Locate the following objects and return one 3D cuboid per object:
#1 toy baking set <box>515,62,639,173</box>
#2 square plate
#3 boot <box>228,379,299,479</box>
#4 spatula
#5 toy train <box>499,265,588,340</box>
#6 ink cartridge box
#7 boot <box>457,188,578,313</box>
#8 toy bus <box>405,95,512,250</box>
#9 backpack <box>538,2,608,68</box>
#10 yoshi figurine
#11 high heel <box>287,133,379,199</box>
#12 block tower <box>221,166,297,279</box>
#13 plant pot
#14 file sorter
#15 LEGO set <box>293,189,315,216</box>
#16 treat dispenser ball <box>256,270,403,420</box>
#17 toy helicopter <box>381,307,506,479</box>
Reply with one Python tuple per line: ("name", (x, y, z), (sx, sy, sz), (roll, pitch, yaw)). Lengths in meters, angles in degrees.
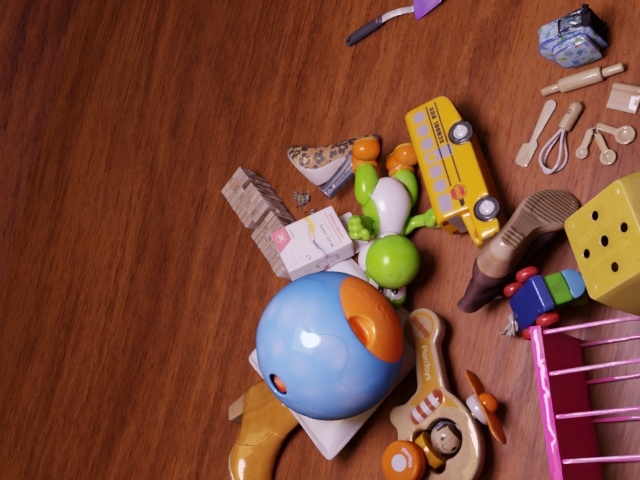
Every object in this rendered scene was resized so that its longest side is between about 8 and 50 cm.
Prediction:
("toy baking set", (0.488, -0.230, 1.433), (0.256, 0.030, 0.197), (-7, 73, 40))
("square plate", (0.027, 0.237, 1.650), (0.347, 0.049, 0.344), (-49, 52, 3))
("boot", (-0.114, 0.458, 1.725), (0.211, 0.104, 0.295), (-35, 53, 30))
("spatula", (0.172, -0.541, 1.800), (0.296, 0.030, 0.084), (-19, 65, 37))
("toy train", (0.414, 0.113, 1.352), (0.143, 0.248, 0.105), (-17, 71, -6))
("ink cartridge box", (0.000, 0.000, 1.710), (0.198, 0.067, 0.115), (-25, 60, -6))
("boot", (0.366, 0.019, 1.410), (0.090, 0.248, 0.207), (46, 145, 21))
("toy bus", (0.282, -0.130, 1.519), (0.130, 0.108, 0.333), (-24, 62, 22))
("backpack", (0.479, -0.382, 1.433), (0.114, 0.105, 0.084), (-11, 71, 42))
("yoshi figurine", (0.150, -0.040, 1.567), (0.203, 0.203, 0.362), (-9, 72, 28))
("high heel", (0.029, -0.220, 1.822), (0.186, 0.093, 0.261), (-45, 42, 1))
("block tower", (-0.128, -0.046, 1.887), (0.097, 0.091, 0.335), (-50, 52, 20))
("plant pot", (0.520, 0.001, 1.181), (0.212, 0.187, 0.212), (126, 137, -56))
("file sorter", (0.475, 0.278, 1.190), (0.182, 0.202, 0.291), (-16, 68, 34))
("LEGO set", (-0.039, -0.094, 1.873), (0.054, 0.023, 0.083), (-32, 72, 34))
("treat dispenser ball", (0.018, 0.203, 1.456), (0.288, 0.288, 0.288), (-13, 70, 39))
("toy helicopter", (0.236, 0.297, 1.442), (0.235, 0.140, 0.355), (-22, 62, 33))
